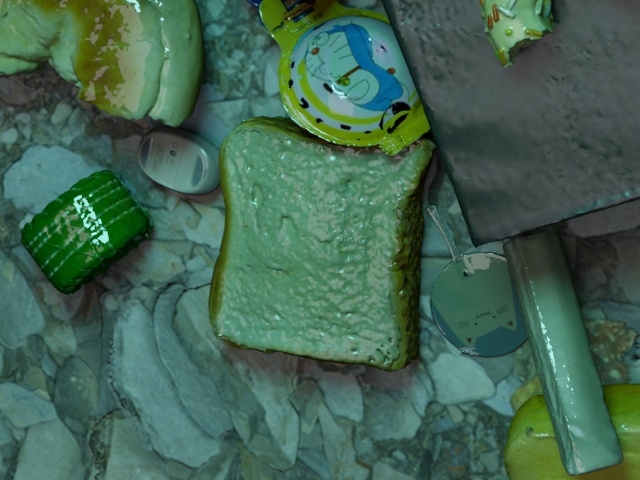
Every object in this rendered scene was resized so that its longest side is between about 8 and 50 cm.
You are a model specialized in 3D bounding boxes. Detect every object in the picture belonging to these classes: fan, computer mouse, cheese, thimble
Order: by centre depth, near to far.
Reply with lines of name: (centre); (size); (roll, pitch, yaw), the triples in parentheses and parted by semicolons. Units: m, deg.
cheese: (0.010, -0.188, 1.646); (0.156, 0.064, 0.250); (-36, 75, -18)
fan: (0.153, 0.039, 1.721); (0.113, 0.005, 0.175); (-27, 96, 21)
computer mouse: (-0.143, -0.084, 1.758); (0.096, 0.039, 0.066); (22, 109, 18)
thimble: (-0.245, -0.010, 1.768); (0.130, 0.118, 0.090); (-37, 88, -5)

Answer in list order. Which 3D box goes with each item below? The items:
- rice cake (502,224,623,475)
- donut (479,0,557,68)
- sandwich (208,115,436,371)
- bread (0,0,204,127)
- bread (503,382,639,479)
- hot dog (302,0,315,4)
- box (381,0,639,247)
rice cake: (0.234, 0.104, 1.634); (0.057, 0.052, 0.256); (-12, 71, -4)
donut: (0.197, -0.223, 1.384); (0.166, 0.065, 0.108); (-26, 96, 21)
sandwich: (0.000, 0.000, 1.713); (0.226, 0.087, 0.251); (9, 106, 16)
bread: (-0.255, -0.244, 1.675); (0.314, 0.171, 0.192); (14, 106, 11)
bread: (0.307, 0.201, 1.678); (0.245, 0.094, 0.102); (-8, 112, 19)
hot dog: (-0.123, -0.411, 1.512); (0.365, 0.367, 0.196); (28, 76, 10)
box: (0.214, -0.203, 1.532); (0.251, 0.204, 0.345); (-17, 99, 20)
